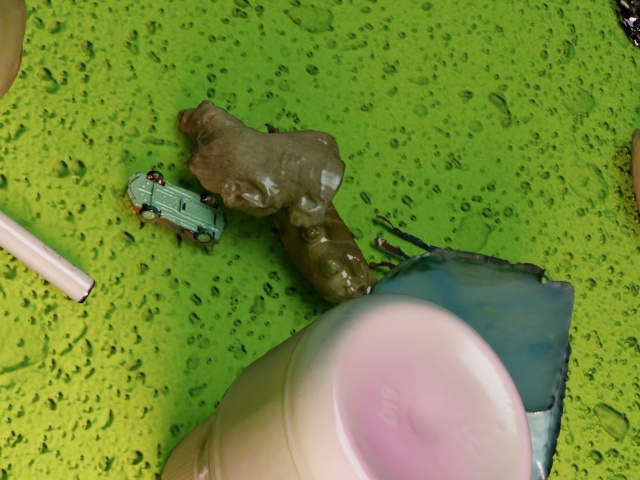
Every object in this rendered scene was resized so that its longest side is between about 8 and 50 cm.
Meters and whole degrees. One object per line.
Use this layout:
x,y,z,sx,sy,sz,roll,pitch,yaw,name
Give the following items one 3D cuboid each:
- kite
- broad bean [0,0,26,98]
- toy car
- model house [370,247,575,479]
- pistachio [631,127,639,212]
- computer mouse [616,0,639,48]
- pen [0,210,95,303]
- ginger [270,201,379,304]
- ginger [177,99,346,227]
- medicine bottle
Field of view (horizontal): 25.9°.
0.163,0.047,1.739,0.245,0.015,0.141,26,50,-25,kite
-0.399,-0.183,1.373,0.189,0.121,0.263,39,54,18,broad bean
-0.159,-0.034,1.524,0.122,0.035,0.059,22,48,-23,toy car
0.165,0.181,1.579,0.226,0.241,0.261,6,35,15,model house
0.515,-0.074,2.008,0.152,0.126,0.223,37,31,-63,pistachio
0.560,-0.351,2.229,0.241,0.077,0.146,50,48,-3,computer mouse
-0.337,-0.027,1.387,0.269,0.033,0.033,38,48,-14,pen
0.000,0.008,1.589,0.205,0.081,0.115,54,35,1,ginger
-0.077,-0.087,1.550,0.213,0.074,0.137,22,46,9,ginger
0.012,0.216,1.314,0.256,0.325,0.256,17,56,-27,medicine bottle
